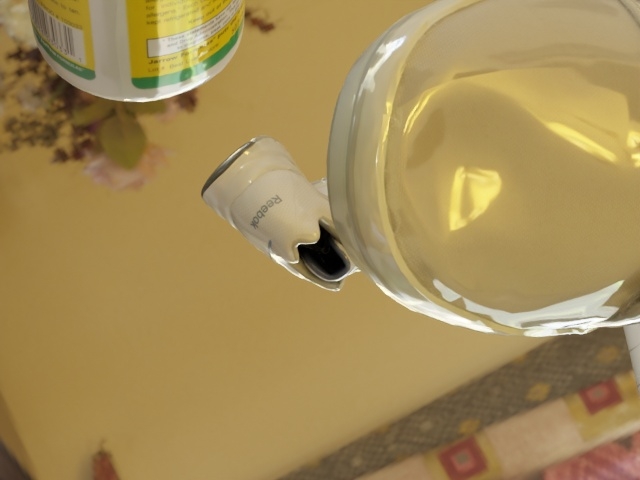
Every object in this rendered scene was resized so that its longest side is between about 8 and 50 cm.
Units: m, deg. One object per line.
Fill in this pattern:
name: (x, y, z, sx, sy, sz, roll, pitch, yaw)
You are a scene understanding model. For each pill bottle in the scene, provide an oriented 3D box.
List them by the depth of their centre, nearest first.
pill bottle: (-0.093, -0.176, 0.614, 0.117, 0.117, 0.208, 57, -22, 28)

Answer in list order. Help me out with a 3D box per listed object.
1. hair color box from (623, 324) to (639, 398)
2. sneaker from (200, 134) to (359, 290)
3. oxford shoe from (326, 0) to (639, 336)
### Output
hair color box: (0.452, 0.183, 1.339, 0.185, 0.113, 0.374, -44, -143, 39)
sneaker: (0.000, 0.000, 1.216, 0.129, 0.111, 0.297, 51, 16, 26)
oxford shoe: (0.195, -0.034, 0.601, 0.130, 0.449, 0.169, 7, -87, 51)
